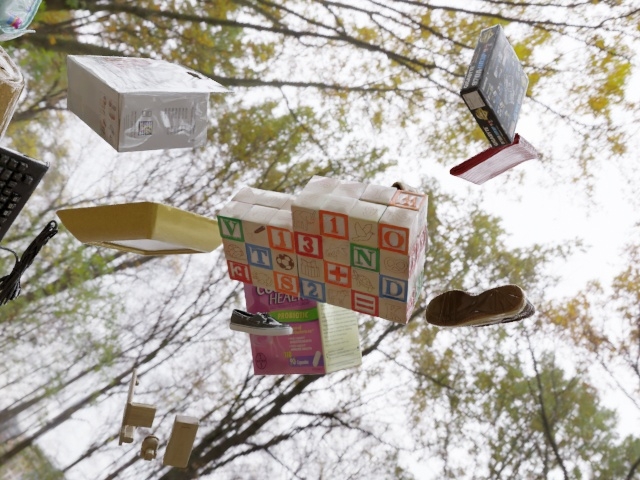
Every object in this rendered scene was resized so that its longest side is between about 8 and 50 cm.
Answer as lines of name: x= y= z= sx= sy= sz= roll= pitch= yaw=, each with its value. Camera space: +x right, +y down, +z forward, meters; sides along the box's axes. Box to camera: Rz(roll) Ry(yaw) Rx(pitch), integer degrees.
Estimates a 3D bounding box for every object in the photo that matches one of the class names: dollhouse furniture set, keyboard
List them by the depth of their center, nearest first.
keyboard: x=-0.491 y=0.008 z=0.882 sx=0.317 sy=0.201 sz=0.033 roll=-50 pitch=-125 yaw=13
dollhouse furniture set: x=-0.346 y=0.380 z=1.301 sx=0.123 sy=0.151 sz=0.144 roll=-117 pitch=-136 yaw=-65

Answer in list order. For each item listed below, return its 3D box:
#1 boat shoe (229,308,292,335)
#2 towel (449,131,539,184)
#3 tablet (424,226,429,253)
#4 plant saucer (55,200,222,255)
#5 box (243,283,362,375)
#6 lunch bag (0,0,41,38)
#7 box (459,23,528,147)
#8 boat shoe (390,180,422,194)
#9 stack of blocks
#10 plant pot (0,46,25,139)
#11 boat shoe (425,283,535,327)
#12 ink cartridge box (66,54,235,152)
boat shoe: x=-0.114 y=0.153 z=1.135 sx=0.142 sy=0.049 sz=0.040 roll=2 pitch=-90 yaw=32
towel: x=0.469 y=-0.207 z=1.620 sx=0.198 sy=0.275 sz=0.031 roll=-28 pitch=-105 yaw=26
tablet: x=0.310 y=0.006 z=1.819 sx=0.006 sy=0.083 sz=0.054 roll=13 pitch=-39 yaw=-14
plant saucer: x=-0.438 y=-0.018 z=1.551 sx=0.332 sy=0.333 sz=0.081 roll=-3 pitch=-101 yaw=28
box: x=-0.043 y=0.152 z=1.268 sx=0.213 sy=0.117 sz=0.243 roll=-12 pitch=-98 yaw=42
lunch bag: x=-0.702 y=-0.472 z=1.221 sx=0.160 sy=0.223 sz=0.262 roll=62 pitch=19 yaw=-57
box: x=0.399 y=-0.351 z=1.376 sx=0.051 sy=0.220 sz=0.175 roll=-7 pitch=-40 yaw=42
boat shoe: x=0.239 y=-0.013 z=1.884 sx=0.121 sy=0.110 sz=0.341 roll=-7 pitch=-108 yaw=41
stack of blocks: x=0.000 y=0.000 z=0.895 sx=0.297 sy=0.087 sz=0.171 roll=12 pitch=-51 yaw=21
plant pot: x=-0.386 y=-0.089 z=0.503 sx=0.237 sy=0.254 sz=0.237 roll=48 pitch=4 yaw=-4
boat shoe: x=0.474 y=0.215 z=1.816 sx=0.342 sy=0.123 sz=0.123 roll=-19 pitch=-42 yaw=42
ink cartridge box: x=-0.385 y=-0.315 z=1.369 sx=0.309 sy=0.271 sz=0.130 roll=36 pitch=-54 yaw=42
